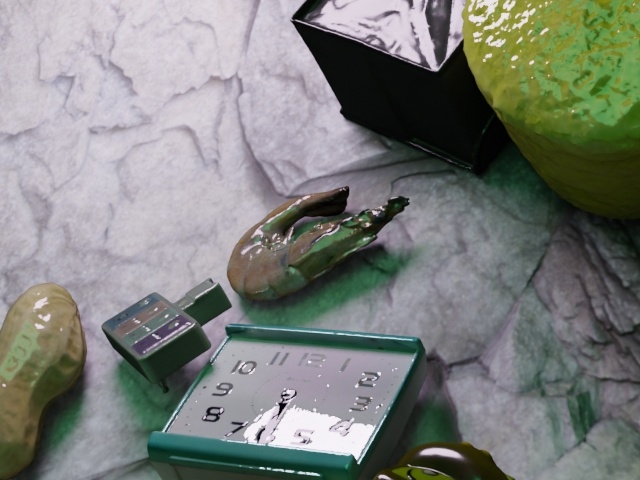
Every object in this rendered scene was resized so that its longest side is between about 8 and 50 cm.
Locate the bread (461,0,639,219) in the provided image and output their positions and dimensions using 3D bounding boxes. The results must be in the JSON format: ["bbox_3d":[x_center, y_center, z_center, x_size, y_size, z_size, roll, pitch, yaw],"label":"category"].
[{"bbox_3d":[0.348,-0.212,1.740,0.348,0.308,0.348,-6,68,16],"label":"bread"}]

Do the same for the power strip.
[{"bbox_3d":[-0.179,0.107,1.911,0.145,0.061,0.215,-34,19,-12],"label":"power strip"}]

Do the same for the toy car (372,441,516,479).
[{"bbox_3d":[0.103,0.317,1.585,0.204,0.198,0.248,24,71,37],"label":"toy car"}]

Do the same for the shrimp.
[{"bbox_3d":[-0.006,-0.009,1.956,0.254,0.059,0.145,-33,40,9],"label":"shrimp"}]

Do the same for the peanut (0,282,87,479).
[{"bbox_3d":[-0.373,0.183,1.975,0.125,0.111,0.275,14,68,16],"label":"peanut"}]

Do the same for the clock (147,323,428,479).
[{"bbox_3d":[-0.029,0.209,1.767,0.262,0.116,0.231,3,39,26],"label":"clock"}]

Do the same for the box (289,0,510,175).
[{"bbox_3d":[0.178,-0.303,1.965,0.251,0.204,0.345,27,73,37],"label":"box"}]
